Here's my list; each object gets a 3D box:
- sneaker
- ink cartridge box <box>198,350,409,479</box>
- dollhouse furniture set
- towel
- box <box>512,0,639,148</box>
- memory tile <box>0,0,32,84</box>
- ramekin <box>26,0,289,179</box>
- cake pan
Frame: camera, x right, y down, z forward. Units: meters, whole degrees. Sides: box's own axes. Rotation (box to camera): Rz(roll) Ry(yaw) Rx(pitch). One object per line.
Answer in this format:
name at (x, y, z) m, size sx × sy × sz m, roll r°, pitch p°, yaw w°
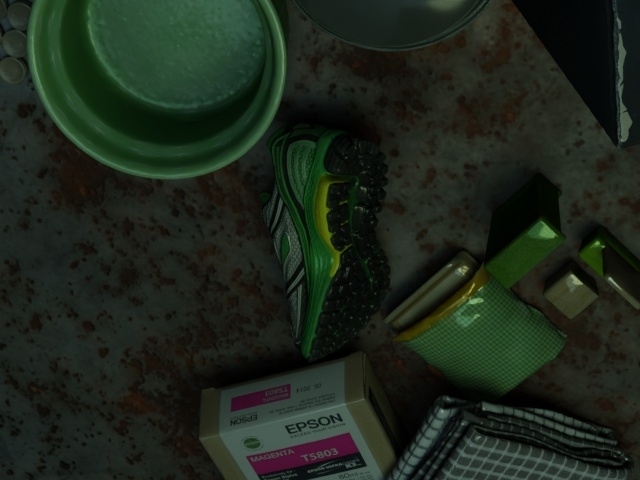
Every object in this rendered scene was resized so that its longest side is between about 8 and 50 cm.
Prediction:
sneaker at (0.000, 0.000, 1.951) m, size 0.146 × 0.134 × 0.343 m, roll 28°, pitch 131°, yaw 35°
ink cartridge box at (-0.019, 0.262, 2.051) m, size 0.235 × 0.088 × 0.193 m, roll -15°, pitch 132°, yaw 15°
dollhouse furniture set at (0.234, 0.098, 1.930) m, size 0.197 × 0.151 × 0.301 m, roll 42°, pitch 114°, yaw -12°
towel at (0.235, 0.329, 2.013) m, size 0.284 × 0.121 × 0.235 m, roll 15°, pitch 121°, yaw -27°
box at (0.436, -0.338, 1.463) m, size 0.472 × 0.480 × 0.297 m, roll -8°, pitch 116°, yaw -2°
memory tile at (-0.429, -0.260, 1.928) m, size 0.148 × 0.012 × 0.113 m, roll 15°, pitch 116°, yaw 1°
ramekin at (-0.179, -0.238, 1.828) m, size 0.303 × 0.148 × 0.303 m, roll 3°, pitch 116°, yaw 6°
cake pan at (0.078, -0.350, 1.792) m, size 0.293 × 0.054 × 0.293 m, roll 3°, pitch 116°, yaw 6°
